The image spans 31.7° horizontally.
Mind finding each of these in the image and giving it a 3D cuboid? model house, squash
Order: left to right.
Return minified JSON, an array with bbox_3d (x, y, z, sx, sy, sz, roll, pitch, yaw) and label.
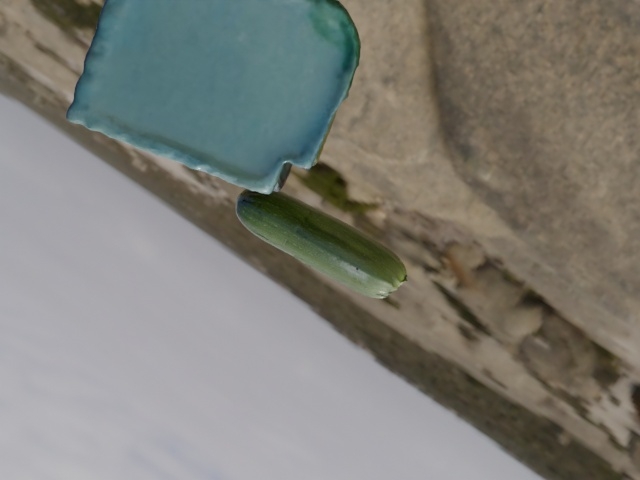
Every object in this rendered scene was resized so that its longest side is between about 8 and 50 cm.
[{"bbox_3d":[-0.107,-0.199,1.269,0.280,0.230,0.249,22,-167,-2],"label":"model house"},{"bbox_3d":[0.000,0.000,1.394,0.238,0.069,0.069,28,177,14],"label":"squash"}]
